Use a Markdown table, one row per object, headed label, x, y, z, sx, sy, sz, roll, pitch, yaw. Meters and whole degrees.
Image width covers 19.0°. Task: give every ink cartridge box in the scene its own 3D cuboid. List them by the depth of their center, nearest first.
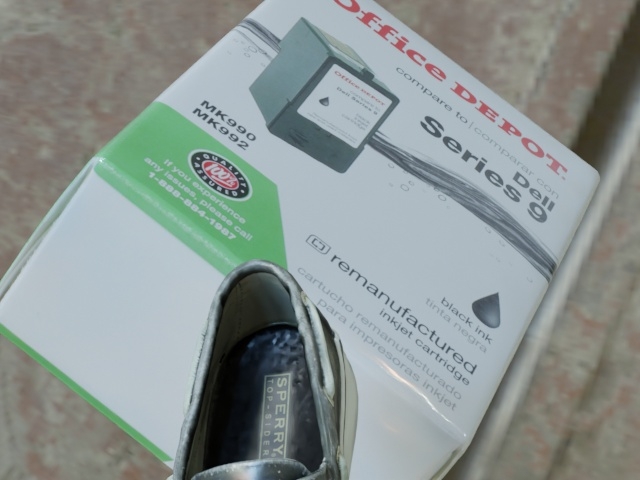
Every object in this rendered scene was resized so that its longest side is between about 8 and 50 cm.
| label | x | y | z | sx | sy | sz | roll | pitch | yaw |
| --- | --- | --- | --- | --- | --- | --- | --- | --- | --- |
| ink cartridge box | 0.000 | 0.000 | 0.966 | 0.211 | 0.289 | 0.121 | 38 | 123 | -1 |

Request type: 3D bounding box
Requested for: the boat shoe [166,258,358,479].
| label | x | y | z | sx | sy | sz | roll | pitch | yaw |
| --- | --- | --- | --- | --- | --- | --- | --- | --- | --- |
| boat shoe | -0.024 | 0.107 | 0.676 | 0.077 | 0.219 | 0.070 | -9 | 141 | 9 |
